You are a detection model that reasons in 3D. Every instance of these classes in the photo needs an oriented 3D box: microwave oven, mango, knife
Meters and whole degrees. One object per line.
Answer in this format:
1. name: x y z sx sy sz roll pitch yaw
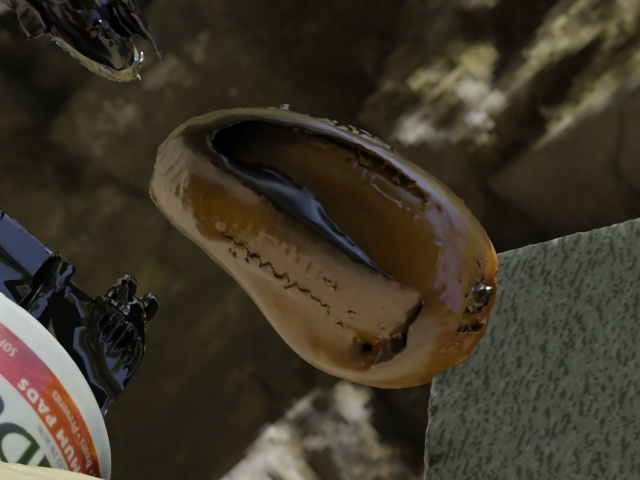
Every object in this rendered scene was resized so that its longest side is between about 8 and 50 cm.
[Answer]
1. microwave oven: 0.326 0.166 1.600 0.236 0.432 0.374 42 43 -41
2. mango: 0.000 0.000 1.309 0.249 0.156 0.151 26 13 10
3. knife: -0.233 -0.175 1.115 0.365 0.043 0.089 31 -25 32

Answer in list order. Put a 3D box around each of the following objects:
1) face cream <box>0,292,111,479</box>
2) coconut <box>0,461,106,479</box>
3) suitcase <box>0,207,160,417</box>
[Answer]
1. face cream: -0.226 0.133 0.962 0.201 0.201 0.187 50 39 -13
2. coconut: -0.104 0.223 0.514 0.415 0.415 0.345 47 21 19
3. suitcase: -0.311 0.129 1.212 0.283 0.434 0.194 42 -40 -16
